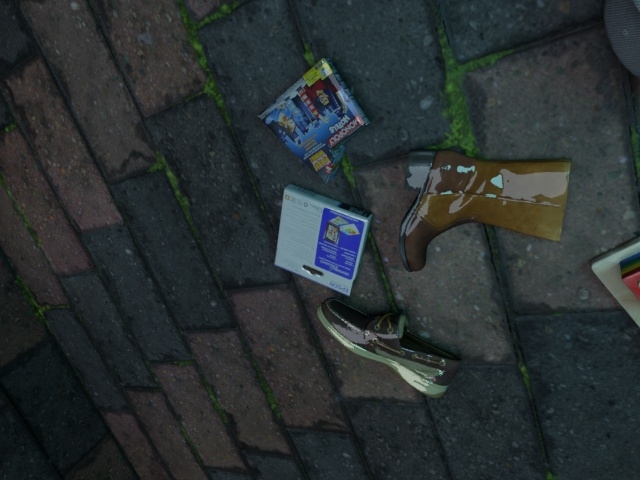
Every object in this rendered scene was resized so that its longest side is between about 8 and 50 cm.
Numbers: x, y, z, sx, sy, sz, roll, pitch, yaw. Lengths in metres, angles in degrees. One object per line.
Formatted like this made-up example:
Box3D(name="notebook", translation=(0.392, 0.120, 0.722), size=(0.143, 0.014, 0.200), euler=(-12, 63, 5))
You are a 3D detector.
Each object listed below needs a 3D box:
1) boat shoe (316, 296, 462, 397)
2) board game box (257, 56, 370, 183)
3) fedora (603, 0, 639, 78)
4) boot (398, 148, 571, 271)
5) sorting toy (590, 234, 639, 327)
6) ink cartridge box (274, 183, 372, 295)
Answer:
Box3D(name="boat shoe", translation=(0.156, 0.211, 1.057), size=(0.342, 0.123, 0.123), euler=(33, 113, 10))
Box3D(name="board game box", translation=(0.003, -0.225, 0.933), size=(0.194, 0.060, 0.194), euler=(-28, 101, 36))
Box3D(name="fedora", translation=(0.467, -0.273, 0.580), size=(0.275, 0.244, 0.124), euler=(45, 168, 0))
Box3D(name="boot", translation=(0.296, -0.038, 0.877), size=(0.280, 0.096, 0.264), euler=(9, 112, 16))
Box3D(name="sorting toy", translation=(0.628, 0.087, 0.738), size=(0.255, 0.089, 0.257), euler=(49, 127, -3))
Box3D(name="ink cartridge box", translation=(0.000, 0.000, 1.063), size=(0.206, 0.045, 0.208), euler=(22, 123, 17))
